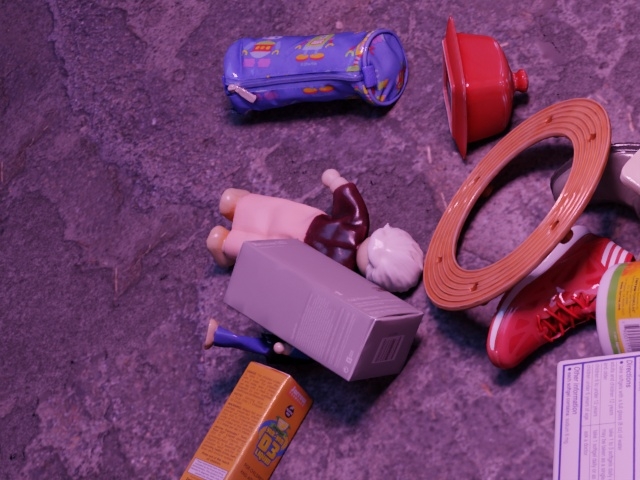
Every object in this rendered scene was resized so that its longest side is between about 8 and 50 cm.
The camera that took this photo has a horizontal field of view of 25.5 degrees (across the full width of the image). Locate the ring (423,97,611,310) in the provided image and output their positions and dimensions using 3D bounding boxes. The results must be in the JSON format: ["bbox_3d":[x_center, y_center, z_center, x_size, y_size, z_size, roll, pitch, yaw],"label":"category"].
[{"bbox_3d":[0.259,-0.044,1.849,0.336,0.032,0.336,-44,22,22],"label":"ring"}]

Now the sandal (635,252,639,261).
[{"bbox_3d":[0.466,0.033,1.708,0.180,0.049,0.072,7,93,29],"label":"sandal"}]

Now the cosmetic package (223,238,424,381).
[{"bbox_3d":[0.001,0.088,1.884,0.238,0.127,0.107,32,110,30],"label":"cosmetic package"}]

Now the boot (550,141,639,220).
[{"bbox_3d":[0.413,-0.045,1.808,0.246,0.083,0.161,-15,55,24],"label":"boot"}]

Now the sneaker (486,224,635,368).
[{"bbox_3d":[0.311,0.083,1.765,0.128,0.087,0.221,25,73,44],"label":"sneaker"}]

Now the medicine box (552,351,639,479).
[{"bbox_3d":[0.406,0.259,1.520,0.289,0.149,0.263,-10,51,26],"label":"medicine box"}]

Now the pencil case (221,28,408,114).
[{"bbox_3d":[-0.019,-0.263,2.219,0.306,0.119,0.133,1,28,33],"label":"pencil case"}]

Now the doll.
[{"bbox_3d":[-0.061,0.146,1.923,0.189,0.129,0.046,11,80,-4],"label":"doll"}]

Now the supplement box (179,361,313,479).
[{"bbox_3d":[-0.106,0.282,1.881,0.080,0.078,0.233,13,65,38],"label":"supplement box"}]

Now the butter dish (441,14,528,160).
[{"bbox_3d":[0.239,-0.222,2.026,0.118,0.160,0.160,-6,50,0],"label":"butter dish"}]

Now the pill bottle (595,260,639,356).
[{"bbox_3d":[0.454,0.084,1.622,0.246,0.136,0.136,-6,53,35],"label":"pill bottle"}]

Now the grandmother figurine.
[{"bbox_3d":[0.000,0.000,2.027,0.342,0.104,0.208,15,93,36],"label":"grandmother figurine"}]

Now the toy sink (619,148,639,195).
[{"bbox_3d":[0.498,-0.093,1.676,0.234,0.131,0.153,38,62,24],"label":"toy sink"}]
